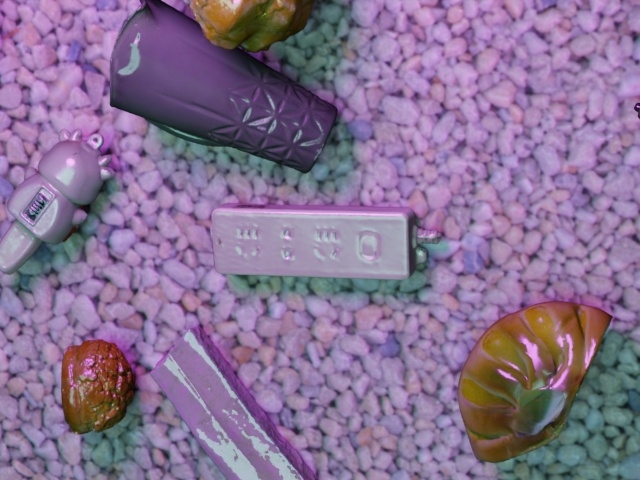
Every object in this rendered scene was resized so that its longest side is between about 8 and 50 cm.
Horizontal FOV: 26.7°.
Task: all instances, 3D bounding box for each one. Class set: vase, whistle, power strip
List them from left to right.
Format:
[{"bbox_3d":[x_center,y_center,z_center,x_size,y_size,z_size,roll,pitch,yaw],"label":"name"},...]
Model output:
[{"bbox_3d":[-0.388,-0.054,1.948,0.253,0.105,0.102,-52,54,12],"label":"whistle"},{"bbox_3d":[-0.135,-0.191,1.813,0.300,0.156,0.251,24,151,-7],"label":"vase"},{"bbox_3d":[0.000,0.000,1.871,0.338,0.058,0.098,1,101,15],"label":"power strip"}]

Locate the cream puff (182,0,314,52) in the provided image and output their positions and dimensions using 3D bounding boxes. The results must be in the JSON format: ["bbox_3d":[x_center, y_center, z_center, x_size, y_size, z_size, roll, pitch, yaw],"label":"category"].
[{"bbox_3d":[-0.114,-0.368,1.721,0.282,0.282,0.185,36,116,6],"label":"cream puff"}]

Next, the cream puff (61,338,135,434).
[{"bbox_3d":[-0.324,0.212,1.972,0.103,0.126,0.144,-2,110,0],"label":"cream puff"}]

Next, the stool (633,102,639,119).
[{"bbox_3d":[0.456,-0.171,1.691,0.110,0.096,0.096,27,107,15],"label":"stool"}]

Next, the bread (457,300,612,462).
[{"bbox_3d":[0.264,0.186,1.784,0.156,0.158,0.261,25,104,13],"label":"bread"}]

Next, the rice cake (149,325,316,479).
[{"bbox_3d":[-0.129,0.270,1.965,0.106,0.050,0.298,-38,89,18],"label":"rice cake"}]
